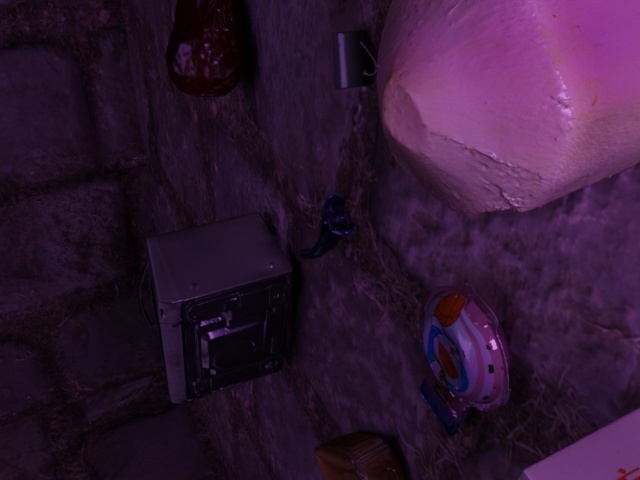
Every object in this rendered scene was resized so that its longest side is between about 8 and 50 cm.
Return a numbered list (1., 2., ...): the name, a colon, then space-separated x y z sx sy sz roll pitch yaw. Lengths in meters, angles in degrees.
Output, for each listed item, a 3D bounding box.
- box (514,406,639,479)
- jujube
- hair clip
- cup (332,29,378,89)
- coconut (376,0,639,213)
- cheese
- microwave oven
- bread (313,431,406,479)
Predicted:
1. box: 0.345 0.310 0.527 0.365 0.204 0.051 55 150 36
2. jujube: -0.248 -0.437 1.415 0.190 0.190 0.255 16 112 63
3. hair clip: 0.000 0.000 1.295 0.083 0.048 0.275 64 156 13
4. cup: 0.050 -0.274 0.998 0.075 0.054 0.083 27 126 61
5. coconut: 0.164 -0.137 0.591 0.233 0.245 0.233 47 146 47
6. cheese: 0.195 0.176 0.938 0.189 0.074 0.286 58 153 36
7. microwave oven: -0.251 0.179 1.604 0.394 0.333 0.247 97 151 -44
8. bread: 0.081 0.465 1.333 0.241 0.107 0.136 -28 81 66
